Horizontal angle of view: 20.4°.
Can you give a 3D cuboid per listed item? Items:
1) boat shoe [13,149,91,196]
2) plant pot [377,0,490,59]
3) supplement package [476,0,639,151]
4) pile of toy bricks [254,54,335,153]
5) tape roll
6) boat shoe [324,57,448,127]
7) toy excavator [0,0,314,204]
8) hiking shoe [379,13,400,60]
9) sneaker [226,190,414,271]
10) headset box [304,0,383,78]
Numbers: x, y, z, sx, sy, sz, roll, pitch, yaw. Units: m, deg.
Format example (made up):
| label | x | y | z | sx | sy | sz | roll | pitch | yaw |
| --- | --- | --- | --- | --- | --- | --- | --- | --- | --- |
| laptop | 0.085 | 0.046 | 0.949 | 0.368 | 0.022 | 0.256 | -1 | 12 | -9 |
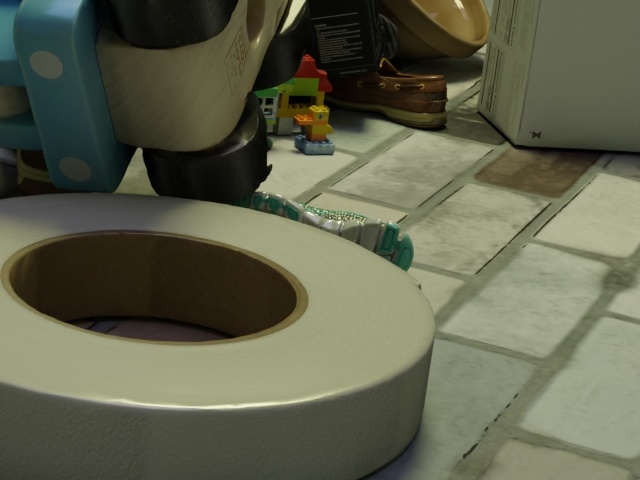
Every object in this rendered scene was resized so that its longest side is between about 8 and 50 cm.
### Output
| label | x | y | z | sx | sy | sz | roll | pitch | yaw |
| --- | --- | --- | --- | --- | --- | --- | --- | --- | --- |
| boat shoe | -0.238 | -0.119 | 1.628 | 0.095 | 0.095 | 0.257 | 1 | 20 | -16 |
| plant pot | 0.091 | -0.300 | 2.163 | 0.237 | 0.110 | 0.237 | 38 | 28 | -25 |
| supplement package | 0.302 | -0.240 | 1.911 | 0.204 | 0.261 | 0.145 | 2 | 20 | -14 |
| pile of toy bricks | -0.073 | -0.144 | 1.743 | 0.212 | 0.105 | 0.118 | -2 | 22 | -24 |
| tape roll | -0.114 | 0.061 | 1.208 | 0.392 | 0.072 | 0.392 | 6 | 19 | -2 |
| boat shoe | 0.060 | -0.172 | 1.935 | 0.178 | 0.060 | 0.064 | 17 | 22 | 25 |
| toy excavator | -0.266 | -0.150 | 1.429 | 0.445 | 0.222 | 0.433 | 5 | 46 | 15 |
| hiking shoe | -0.023 | -0.246 | 2.067 | 0.227 | 0.086 | 0.114 | 1 | 21 | -7 |
| sneaker | 0.000 | 0.000 | 1.458 | 0.166 | 0.065 | 0.076 | 16 | 5 | 13 |
| headset box | -0.075 | -0.310 | 1.866 | 0.246 | 0.283 | 0.131 | -8 | 19 | 7 |
